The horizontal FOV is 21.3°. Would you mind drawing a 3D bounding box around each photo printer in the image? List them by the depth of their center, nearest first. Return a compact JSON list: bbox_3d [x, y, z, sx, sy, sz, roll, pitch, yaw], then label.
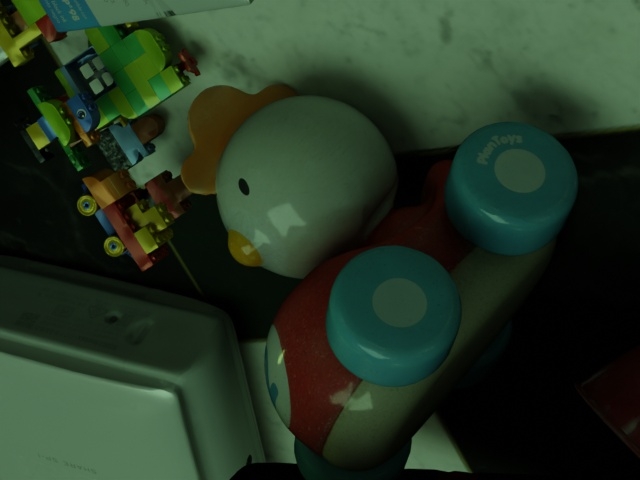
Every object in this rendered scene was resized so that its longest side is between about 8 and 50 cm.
[{"bbox_3d":[-0.167,0.167,1.361,0.256,0.107,0.307,13,136,23],"label":"photo printer"}]

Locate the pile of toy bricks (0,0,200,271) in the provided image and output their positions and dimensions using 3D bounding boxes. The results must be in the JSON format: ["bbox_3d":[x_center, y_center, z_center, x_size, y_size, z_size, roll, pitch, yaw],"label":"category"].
[{"bbox_3d":[-0.129,-0.097,1.094,0.105,0.118,0.212,-31,94,18],"label":"pile of toy bricks"}]

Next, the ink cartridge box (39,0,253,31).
[{"bbox_3d":[-0.070,-0.177,0.953,0.180,0.104,0.060,-2,129,35],"label":"ink cartridge box"}]

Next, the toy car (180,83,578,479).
[{"bbox_3d":[0.000,0.000,1.031,0.238,0.210,0.219,37,153,14],"label":"toy car"}]

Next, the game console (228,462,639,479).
[{"bbox_3d":[0.086,0.197,1.024,0.342,0.386,0.060,1,92,7],"label":"game console"}]

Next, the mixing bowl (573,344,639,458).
[{"bbox_3d":[0.249,0.112,1.013,0.181,0.181,0.098,41,96,-9],"label":"mixing bowl"}]
